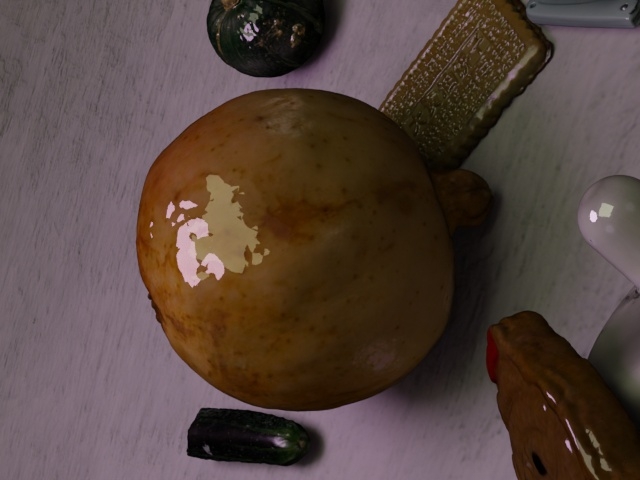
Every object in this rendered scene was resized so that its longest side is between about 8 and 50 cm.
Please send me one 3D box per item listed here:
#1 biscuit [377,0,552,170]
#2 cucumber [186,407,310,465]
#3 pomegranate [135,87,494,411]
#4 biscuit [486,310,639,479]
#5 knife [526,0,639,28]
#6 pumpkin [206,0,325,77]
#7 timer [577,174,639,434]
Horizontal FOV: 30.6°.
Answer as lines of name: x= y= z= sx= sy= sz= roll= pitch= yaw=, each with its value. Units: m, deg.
biscuit: x=0.164 y=-0.189 z=1.429 sx=0.254 sy=0.029 sz=0.172 roll=-51 pitch=42 yaw=26
cucumber: x=-0.097 y=0.262 z=1.561 sx=0.241 sy=0.074 sz=0.074 roll=-7 pitch=72 yaw=48
pomegranate: x=0.000 y=0.000 z=1.331 sx=0.410 sy=0.410 sz=0.410 roll=-22 pitch=60 yaw=46
biscuit: x=0.231 y=0.238 z=0.980 sx=0.359 sy=0.074 sz=0.381 roll=85 pitch=161 yaw=-62
knife: x=0.292 y=-0.256 z=1.293 sx=0.162 sy=0.023 sz=0.044 roll=18 pitch=67 yaw=52
pumpkin: x=-0.079 y=-0.324 z=1.690 sx=0.190 sy=0.146 sz=0.190 roll=-8 pitch=73 yaw=27
timer: x=0.309 y=0.059 z=0.981 sx=0.233 sy=0.240 sz=0.233 roll=-49 pitch=1 yaw=1
